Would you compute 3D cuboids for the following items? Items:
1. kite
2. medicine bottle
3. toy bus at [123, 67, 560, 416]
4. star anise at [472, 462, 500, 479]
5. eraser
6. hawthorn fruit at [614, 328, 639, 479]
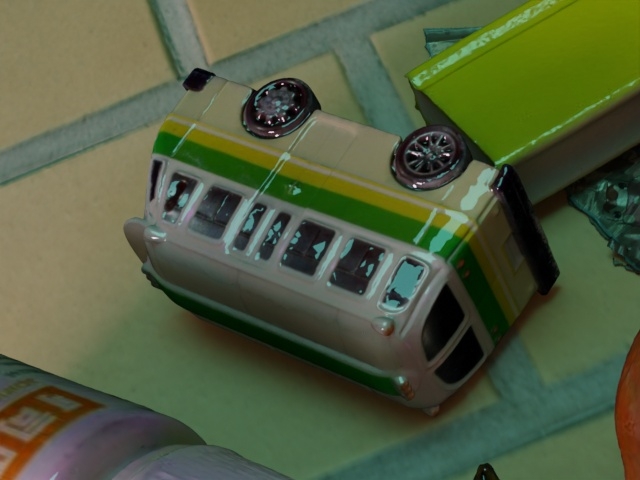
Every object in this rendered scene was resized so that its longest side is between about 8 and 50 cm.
[{"bbox_3d":[0.199,-0.091,1.528,0.368,0.014,0.406,-29,43,-8],"label":"kite"},{"bbox_3d":[-0.181,0.199,1.248,0.388,0.219,0.219,17,56,34],"label":"medicine bottle"},{"bbox_3d":[0.000,0.000,1.423,0.305,0.143,0.179,21,67,34],"label":"toy bus"},{"bbox_3d":[0.126,0.210,1.230,0.212,0.053,0.157,13,54,34],"label":"star anise"},{"bbox_3d":[0.196,-0.128,1.504,0.226,0.069,0.158,-30,41,-8],"label":"eraser"},{"bbox_3d":[0.270,0.099,1.199,0.199,0.199,0.251,-19,17,4],"label":"hawthorn fruit"}]
